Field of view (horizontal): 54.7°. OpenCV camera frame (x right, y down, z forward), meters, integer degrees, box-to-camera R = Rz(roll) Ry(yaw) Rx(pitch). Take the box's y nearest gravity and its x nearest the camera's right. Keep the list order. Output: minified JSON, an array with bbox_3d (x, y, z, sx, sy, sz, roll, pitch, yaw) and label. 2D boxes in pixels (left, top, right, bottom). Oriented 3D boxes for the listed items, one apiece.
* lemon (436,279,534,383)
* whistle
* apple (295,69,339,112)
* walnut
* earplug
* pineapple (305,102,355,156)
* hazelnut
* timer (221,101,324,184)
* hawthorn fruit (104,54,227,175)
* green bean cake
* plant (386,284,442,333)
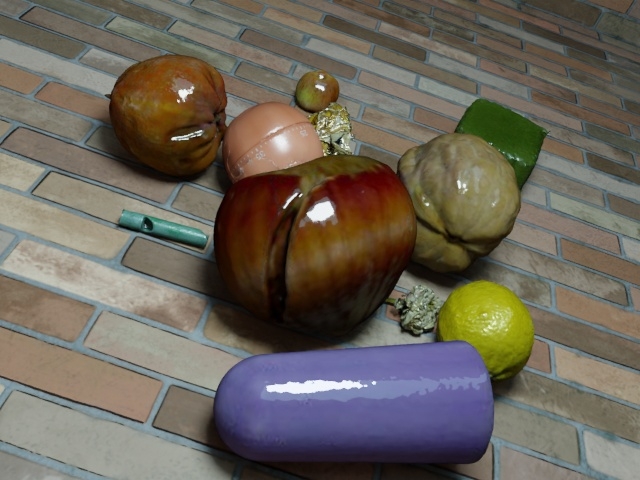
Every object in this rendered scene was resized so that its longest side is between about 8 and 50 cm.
[{"bbox_3d":[0.332,0.186,1.254,0.192,0.192,0.231,15,42,-6],"label":"lemon"},{"bbox_3d":[-0.331,-0.024,1.316,0.186,0.039,0.039,16,44,-7],"label":"whistle"},{"bbox_3d":[-0.008,-0.430,1.784,0.126,0.102,0.126,10,45,-10],"label":"apple"},{"bbox_3d":[0.306,-0.100,1.442,0.306,0.306,0.344,14,42,-8],"label":"walnut"},{"bbox_3d":[0.047,0.278,1.057,0.455,0.215,0.215,3,47,-14],"label":"earplug"},{"bbox_3d":[-0.004,-0.258,1.578,0.161,0.158,0.335,5,47,-16],"label":"pineapple"},{"bbox_3d":[0.000,0.000,1.209,0.409,0.359,0.359,-26,60,-28],"label":"hazelnut"},{"bbox_3d":[-0.109,-0.195,1.426,0.229,0.229,0.215,-21,77,-35],"label":"timer"},{"bbox_3d":[-0.364,-0.292,1.413,0.298,0.277,0.277,15,43,8],"label":"hawthorn fruit"},{"bbox_3d":[0.499,-0.268,1.780,0.246,0.156,0.250,27,44,7],"label":"green bean cake"},{"bbox_3d":[0.196,0.145,1.343,0.122,0.105,0.116,11,-6,34],"label":"plant"}]
